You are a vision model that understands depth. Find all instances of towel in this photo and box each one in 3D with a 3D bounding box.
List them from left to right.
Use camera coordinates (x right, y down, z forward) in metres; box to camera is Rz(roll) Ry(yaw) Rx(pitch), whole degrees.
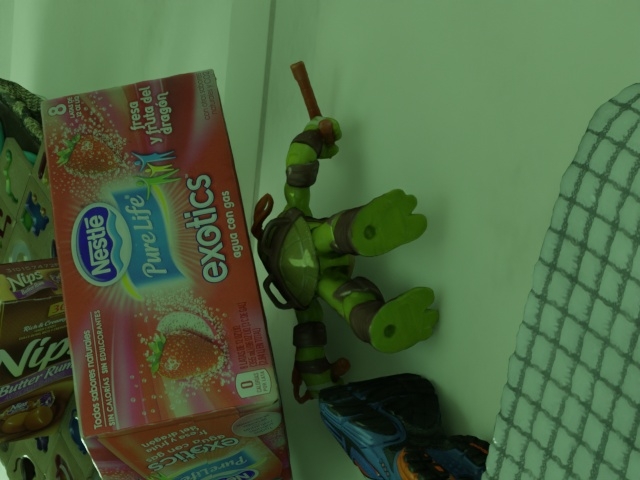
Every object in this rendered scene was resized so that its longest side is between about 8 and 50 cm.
[{"bbox_3d":[0.196,0.093,0.683,0.235,0.121,0.283,41,125,56],"label":"towel"}]

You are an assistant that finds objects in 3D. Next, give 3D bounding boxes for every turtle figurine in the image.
[{"bbox_3d":[0.000,0.000,1.122,0.217,0.087,0.269,-170,81,-64],"label":"turtle figurine"}]

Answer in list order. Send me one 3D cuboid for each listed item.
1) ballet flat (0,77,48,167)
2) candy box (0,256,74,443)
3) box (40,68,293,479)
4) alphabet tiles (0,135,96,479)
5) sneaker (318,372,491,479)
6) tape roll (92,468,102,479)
[{"bbox_3d":[-0.277,-0.072,1.577,0.483,0.182,0.164,26,116,47],"label":"ballet flat"},{"bbox_3d":[-0.264,0.100,1.331,0.053,0.109,0.186,50,131,34],"label":"candy box"},{"bbox_3d":[-0.119,0.037,1.169,0.154,0.142,0.300,83,175,-59],"label":"box"},{"bbox_3d":[-0.260,0.080,1.422,0.285,0.011,0.342,51,131,34],"label":"alphabet tiles"},{"bbox_3d":[0.056,0.156,1.017,0.221,0.083,0.087,-136,43,-61],"label":"sneaker"},{"bbox_3d":[-0.148,0.244,1.315,0.321,0.077,0.321,-56,20,33],"label":"tape roll"}]
